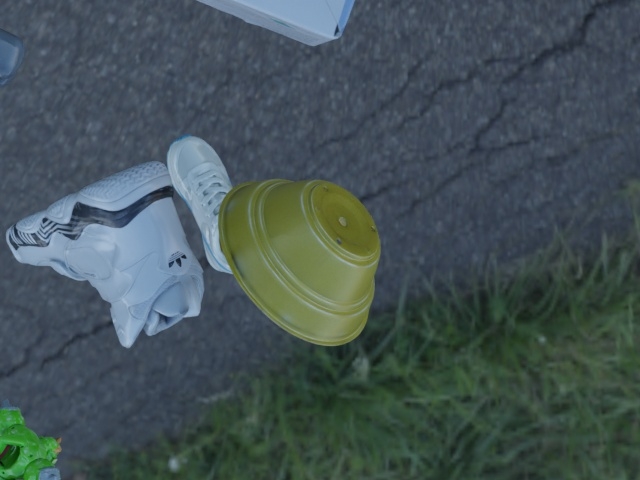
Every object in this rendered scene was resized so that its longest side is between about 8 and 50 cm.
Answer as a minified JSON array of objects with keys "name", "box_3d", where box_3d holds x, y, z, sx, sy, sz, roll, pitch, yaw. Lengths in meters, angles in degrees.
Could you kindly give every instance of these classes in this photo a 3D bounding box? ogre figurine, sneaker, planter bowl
[{"name":"ogre figurine","box_3d":[-0.366,0.279,1.389,0.097,0.197,0.118,19,113,-32]},{"name":"sneaker","box_3d":[-0.157,-0.056,1.780,0.087,0.092,0.228,-29,106,-20]},{"name":"sneaker","box_3d":[-0.286,0.036,1.561,0.366,0.137,0.210,-19,96,50]},{"name":"planter bowl","box_3d":[0.000,0.000,1.289,0.217,0.217,0.090,35,126,-21]}]

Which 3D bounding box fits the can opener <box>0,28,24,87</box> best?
[{"name":"can opener","box_3d":[-0.430,-0.203,1.109,0.283,0.095,0.076,24,165,-18]}]

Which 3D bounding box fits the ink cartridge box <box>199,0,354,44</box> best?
[{"name":"ink cartridge box","box_3d":[-0.095,-0.333,1.318,0.270,0.395,0.151,21,94,-7]}]
